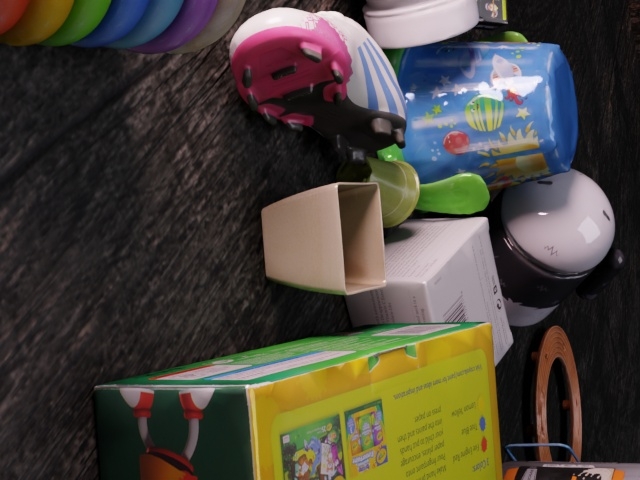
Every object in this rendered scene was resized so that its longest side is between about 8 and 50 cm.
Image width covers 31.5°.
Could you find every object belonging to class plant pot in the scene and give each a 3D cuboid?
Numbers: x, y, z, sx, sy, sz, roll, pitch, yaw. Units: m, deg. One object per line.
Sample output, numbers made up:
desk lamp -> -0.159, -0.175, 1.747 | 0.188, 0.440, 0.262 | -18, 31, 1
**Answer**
plant pot -> 0.000, 0.000, 1.155 | 0.109, 0.096, 0.109 | -6, 91, -65
plant pot -> 0.061, -0.065, 1.329 | 0.079, 0.083, 0.083 | 22, 66, -50

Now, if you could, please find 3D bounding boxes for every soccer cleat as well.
soccer cleat -> -0.008, -0.186, 1.177 | 0.331, 0.116, 0.143 | 29, 45, -63

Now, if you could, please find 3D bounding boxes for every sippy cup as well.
sippy cup -> 0.211, -0.161, 1.481 | 0.240, 0.224, 0.306 | 30, 60, -60

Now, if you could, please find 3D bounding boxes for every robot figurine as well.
robot figurine -> 0.298, 0.011, 1.619 | 0.209, 0.278, 0.174 | -11, 62, -29

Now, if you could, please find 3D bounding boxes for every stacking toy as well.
stacking toy -> -0.184, -0.183, 0.760 | 0.330, 0.141, 0.141 | -26, 110, -59

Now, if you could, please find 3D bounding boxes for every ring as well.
ring -> 0.433, 0.327, 2.109 | 0.336, 0.032, 0.337 | -5, 90, -65

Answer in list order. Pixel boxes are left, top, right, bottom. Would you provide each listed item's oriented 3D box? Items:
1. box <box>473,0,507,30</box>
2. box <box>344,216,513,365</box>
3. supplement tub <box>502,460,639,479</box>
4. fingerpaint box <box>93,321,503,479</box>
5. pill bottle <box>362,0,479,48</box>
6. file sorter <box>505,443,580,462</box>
box -> 0.161, -0.383, 1.506 | 0.184, 0.045, 0.191 | -1, 86, -31
box -> 0.132, 0.088, 1.370 | 0.182, 0.119, 0.181 | -41, 123, -48
supplement tub -> 0.351, 0.406, 1.585 | 0.193, 0.315, 0.194 | 21, 67, -62
fingerpaint box -> 0.011, 0.279, 1.025 | 0.444, 0.163, 0.371 | -6, 92, -59
pill bottle -> 0.092, -0.380, 1.331 | 0.161, 0.161, 0.283 | -51, 132, -56
file sorter -> 0.351, 0.421, 1.820 | 0.104, 0.118, 0.170 | 49, 43, -46
